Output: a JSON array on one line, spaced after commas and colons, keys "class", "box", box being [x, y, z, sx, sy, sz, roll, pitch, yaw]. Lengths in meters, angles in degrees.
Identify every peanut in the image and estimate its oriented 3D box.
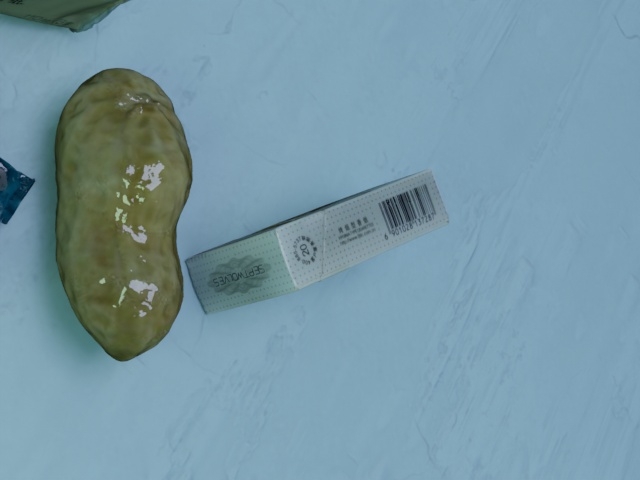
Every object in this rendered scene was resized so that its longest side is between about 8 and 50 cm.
[{"class": "peanut", "box": [-0.249, -0.037, 1.646, 0.169, 0.192, 0.387, 12, 70, -48]}]

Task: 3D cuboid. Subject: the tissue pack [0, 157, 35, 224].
[{"class": "tissue pack", "box": [-0.436, -0.085, 1.609, 0.138, 0.028, 0.085, 39, 52, -21]}]

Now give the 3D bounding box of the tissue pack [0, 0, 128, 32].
[{"class": "tissue pack", "box": [-0.422, -0.465, 1.567, 0.405, 0.205, 0.331, 4, 74, -52]}]

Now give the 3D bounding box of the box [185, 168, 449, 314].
[{"class": "box", "box": [0.001, 0.000, 1.837, 0.330, 0.210, 0.095, -24, 94, -42]}]
